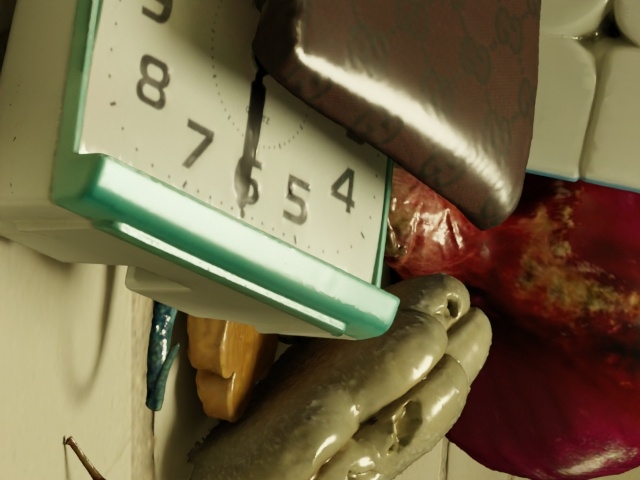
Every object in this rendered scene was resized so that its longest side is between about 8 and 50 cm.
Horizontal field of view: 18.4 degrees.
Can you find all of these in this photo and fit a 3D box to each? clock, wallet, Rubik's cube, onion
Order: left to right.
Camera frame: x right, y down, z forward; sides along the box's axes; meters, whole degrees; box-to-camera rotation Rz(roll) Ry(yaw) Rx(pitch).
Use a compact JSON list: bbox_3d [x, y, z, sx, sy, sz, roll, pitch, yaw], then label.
[{"bbox_3d":[-0.063,-0.084,1.030,0.262,0.116,0.231,27,64,-52],"label":"clock"},{"bbox_3d":[0.045,-0.126,1.053,0.229,0.049,0.182,30,62,-49],"label":"wallet"},{"bbox_3d":[0.193,0.026,1.792,0.420,0.398,0.398,12,85,-48],"label":"onion"},{"bbox_3d":[0.172,-0.205,1.433,0.292,0.290,0.291,-46,147,-76],"label":"Rubik's cube"}]

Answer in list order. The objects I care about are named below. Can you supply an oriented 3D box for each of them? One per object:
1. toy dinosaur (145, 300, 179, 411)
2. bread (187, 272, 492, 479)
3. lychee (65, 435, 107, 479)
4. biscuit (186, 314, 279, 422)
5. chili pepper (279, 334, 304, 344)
[{"bbox_3d":[-0.074,-0.087,1.161,0.147,0.076,0.363,-10,104,-61],"label":"toy dinosaur"},{"bbox_3d":[0.033,0.110,1.420,0.102,0.183,0.337,56,22,-7],"label":"bread"},{"bbox_3d":[-0.111,0.204,1.096,0.140,0.101,0.114,-68,161,-47],"label":"lychee"},{"bbox_3d":[-0.042,-0.012,1.371,0.202,0.044,0.289,80,23,-55],"label":"biscuit"},{"bbox_3d":[0.000,0.000,1.531,0.202,0.051,0.050,-68,147,-47],"label":"chili pepper"}]
